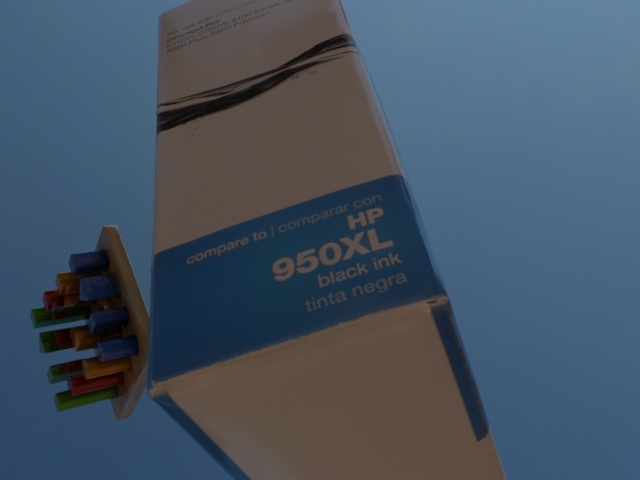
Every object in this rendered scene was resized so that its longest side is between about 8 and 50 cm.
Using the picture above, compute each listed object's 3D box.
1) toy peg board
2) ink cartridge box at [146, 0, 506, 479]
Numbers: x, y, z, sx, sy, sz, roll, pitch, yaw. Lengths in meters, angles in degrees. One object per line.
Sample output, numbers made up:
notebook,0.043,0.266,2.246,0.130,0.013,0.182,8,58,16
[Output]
toy peg board,-0.250,0.097,0.752,0.079,0.161,0.161,-9,-120,-35
ink cartridge box,0.000,0.000,0.566,0.166,0.395,0.285,-19,-44,7
